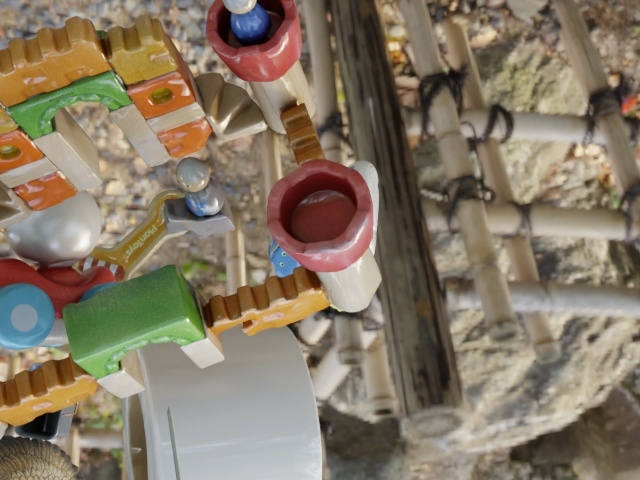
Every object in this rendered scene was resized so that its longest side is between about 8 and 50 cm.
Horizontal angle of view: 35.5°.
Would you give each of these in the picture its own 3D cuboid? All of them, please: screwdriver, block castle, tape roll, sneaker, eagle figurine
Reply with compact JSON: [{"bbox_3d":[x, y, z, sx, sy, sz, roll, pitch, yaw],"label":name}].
[{"bbox_3d":[-0.118,0.231,0.879,0.025,0.169,0.024,0,170,-30],"label":"screwdriver"},{"bbox_3d":[-0.194,-0.032,0.886,0.453,0.303,0.213,-20,150,4],"label":"block castle"},{"bbox_3d":[-0.117,0.215,1.090,0.169,0.246,0.246,-4,145,-20],"label":"tape roll"},{"bbox_3d":[0.000,0.000,1.171,0.126,0.091,0.240,5,137,1],"label":"sneaker"},{"bbox_3d":[-0.418,0.368,1.378,0.298,0.226,0.225,0,149,-30],"label":"eagle figurine"}]

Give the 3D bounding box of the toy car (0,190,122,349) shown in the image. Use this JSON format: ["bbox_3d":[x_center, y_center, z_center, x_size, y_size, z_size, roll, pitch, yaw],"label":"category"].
[{"bbox_3d":[-0.338,0.009,1.182,0.210,0.237,0.219,1,173,-37],"label":"toy car"}]

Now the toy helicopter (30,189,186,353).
[{"bbox_3d":[-0.349,0.060,1.769,0.355,0.235,0.140,-45,171,-3],"label":"toy helicopter"}]

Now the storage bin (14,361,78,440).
[{"bbox_3d":[-0.485,0.300,1.830,0.098,0.135,0.091,6,166,11],"label":"storage bin"}]
